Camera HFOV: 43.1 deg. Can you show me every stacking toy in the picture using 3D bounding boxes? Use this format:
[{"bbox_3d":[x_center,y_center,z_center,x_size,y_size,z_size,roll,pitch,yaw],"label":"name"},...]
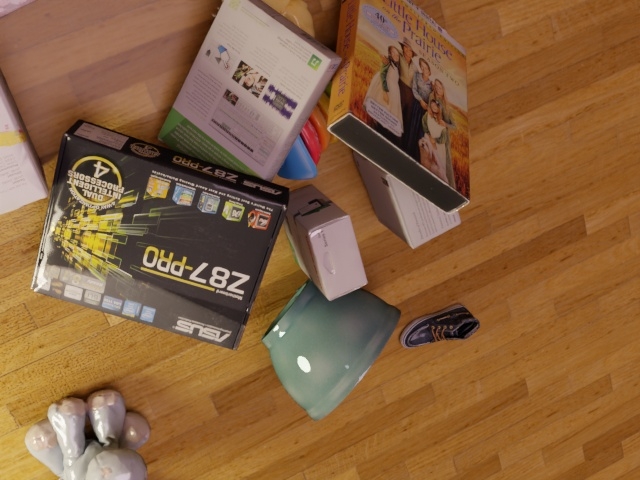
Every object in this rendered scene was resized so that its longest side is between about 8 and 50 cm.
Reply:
[{"bbox_3d":[0.016,-0.263,1.591,0.302,0.175,0.166,-36,113,-19],"label":"stacking toy"}]

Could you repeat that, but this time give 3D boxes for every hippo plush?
[{"bbox_3d":[-0.467,0.464,1.610,0.234,0.236,0.294,31,96,-29],"label":"hippo plush"}]

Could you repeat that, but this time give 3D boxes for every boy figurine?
[{"bbox_3d":[-0.117,-0.464,1.480,0.285,0.092,0.177,27,105,-29],"label":"boy figurine"}]

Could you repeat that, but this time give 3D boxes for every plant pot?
[{"bbox_3d":[0.001,0.201,1.698,0.196,0.293,0.293,38,93,-2],"label":"plant pot"}]

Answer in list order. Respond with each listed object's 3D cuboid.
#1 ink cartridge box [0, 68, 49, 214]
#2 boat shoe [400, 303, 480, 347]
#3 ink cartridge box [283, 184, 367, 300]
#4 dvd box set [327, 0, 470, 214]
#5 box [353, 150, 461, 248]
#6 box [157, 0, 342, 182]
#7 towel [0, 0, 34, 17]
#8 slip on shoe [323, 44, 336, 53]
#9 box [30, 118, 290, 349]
[{"bbox_3d":[-0.597,-0.181,1.336,0.197,0.198,0.270,-23,116,-13],"label":"ink cartridge box"},{"bbox_3d":[0.280,0.211,1.900,0.183,0.083,0.065,-25,117,-11],"label":"boat shoe"},{"bbox_3d":[0.000,0.000,1.631,0.092,0.219,0.160,-23,116,-12],"label":"ink cartridge box"},{"bbox_3d":[0.157,-0.289,1.506,0.307,0.420,0.062,32,136,-29],"label":"dvd box set"},{"bbox_3d":[0.174,-0.110,1.654,0.119,0.181,0.182,-27,117,-9],"label":"box"},{"bbox_3d":[-0.135,-0.252,1.451,0.232,0.058,0.322,39,115,13],"label":"box"},{"bbox_3d":[-0.507,-0.563,1.311,0.317,0.053,0.332,-31,117,-7],"label":"towel"},{"bbox_3d":[0.005,-0.366,1.593,0.135,0.051,0.041,-5,114,-12],"label":"slip on shoe"},{"bbox_3d":[-0.288,-0.003,1.450,0.395,0.097,0.318,18,116,-7],"label":"box"}]
